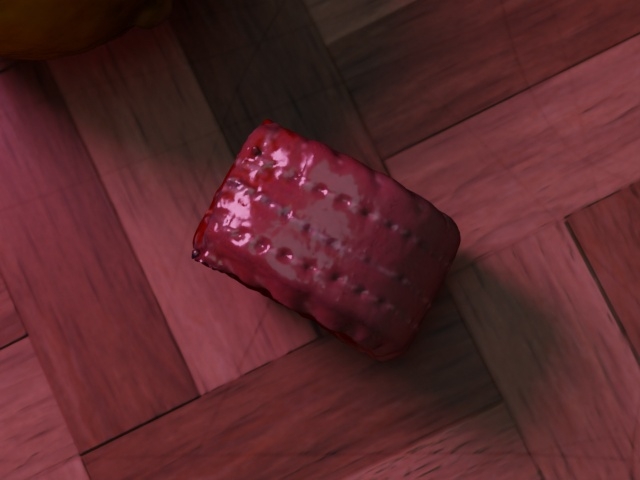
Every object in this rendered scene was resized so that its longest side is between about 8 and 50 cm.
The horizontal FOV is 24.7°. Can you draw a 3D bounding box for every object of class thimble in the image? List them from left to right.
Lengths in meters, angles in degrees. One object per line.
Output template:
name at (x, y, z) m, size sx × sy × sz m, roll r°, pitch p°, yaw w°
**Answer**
thimble at (0.005, 0.003, 1.135) m, size 0.190 × 0.163 × 0.125 m, roll 29°, pitch 85°, yaw -4°

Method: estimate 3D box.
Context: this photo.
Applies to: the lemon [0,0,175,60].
lemon at (-0.236, -0.301, 1.127) m, size 0.364 × 0.364 × 0.364 m, roll -1°, pitch 81°, yaw 6°
